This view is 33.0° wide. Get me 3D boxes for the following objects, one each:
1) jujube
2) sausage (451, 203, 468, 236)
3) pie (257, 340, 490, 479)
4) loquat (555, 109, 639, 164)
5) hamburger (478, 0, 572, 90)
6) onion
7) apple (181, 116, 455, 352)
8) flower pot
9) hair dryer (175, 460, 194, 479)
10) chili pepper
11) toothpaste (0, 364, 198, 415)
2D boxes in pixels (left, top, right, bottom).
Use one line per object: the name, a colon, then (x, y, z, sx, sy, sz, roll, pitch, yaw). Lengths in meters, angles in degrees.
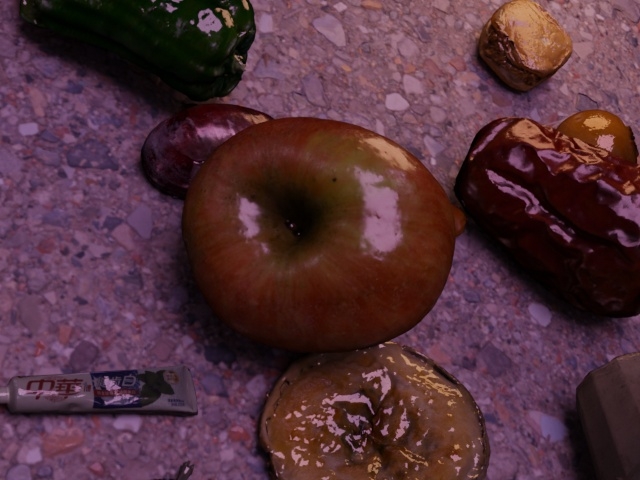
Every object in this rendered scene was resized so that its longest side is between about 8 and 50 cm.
jujube: (0.349, -0.041, 1.495, 0.342, 0.216, 0.216, 33, 51, 8)
sausage: (0.125, -0.013, 1.457, 0.183, 0.054, 0.062, -21, 104, -37)
pie: (0.063, 0.228, 1.253, 0.274, 0.055, 0.274, 6, 51, -7)
loquat: (0.407, -0.127, 1.618, 0.141, 0.141, 0.141, 13, 56, -19)
hamburger: (0.324, -0.313, 1.723, 0.147, 0.083, 0.138, -36, 85, -36)
onion: (-0.125, -0.129, 1.375, 0.206, 0.098, 0.151, -12, 68, -31)
apple: (0.000, 0.000, 1.265, 0.309, 0.250, 0.277, 27, 87, 13)
flower pot: (0.421, 0.264, 1.359, 0.212, 0.212, 0.203, 9, 42, -21)
hair dryer: (-0.168, 0.309, 1.118, 0.100, 0.057, 0.198, 32, 46, -7)
chili pepper: (-0.245, -0.335, 1.384, 0.385, 0.167, 0.213, 34, 32, 7)
toothpaste: (-0.244, 0.165, 1.173, 0.233, 0.038, 0.060, 3, 62, -28)
